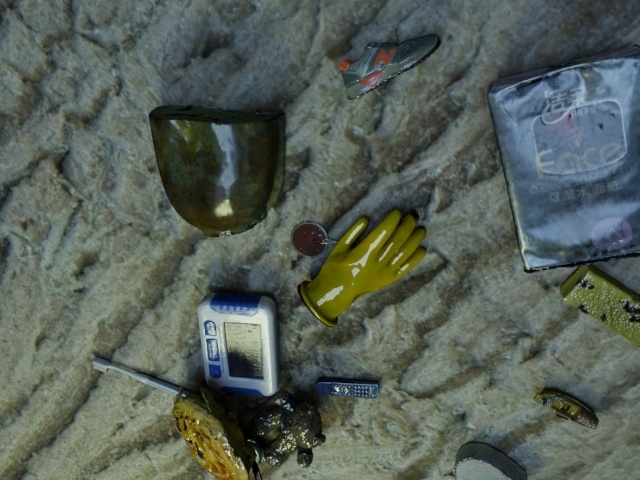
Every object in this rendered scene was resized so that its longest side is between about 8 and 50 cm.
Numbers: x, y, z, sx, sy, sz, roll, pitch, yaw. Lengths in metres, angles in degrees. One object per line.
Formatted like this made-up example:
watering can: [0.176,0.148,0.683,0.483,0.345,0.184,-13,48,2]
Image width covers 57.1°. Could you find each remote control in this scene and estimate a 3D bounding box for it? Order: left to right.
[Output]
remote control: [0.061,0.348,1.394,0.152,0.027,0.044,4,108,8]

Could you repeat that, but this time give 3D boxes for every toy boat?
toy boat: [0.539,0.366,1.290,0.149,0.049,0.047,24,116,1]

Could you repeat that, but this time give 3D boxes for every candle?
candle: [0.404,0.572,1.396,0.168,0.068,0.192,-3,114,16]

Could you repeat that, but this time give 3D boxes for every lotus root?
lotus root: [-0.217,-0.126,1.184,0.266,0.149,0.260,7,114,12]

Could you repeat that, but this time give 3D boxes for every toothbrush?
toothbrush: [-0.423,0.367,1.501,0.342,0.025,0.030,18,122,4]

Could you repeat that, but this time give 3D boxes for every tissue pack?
tissue pack: [0.459,-0.137,1.052,0.259,0.122,0.362,-10,113,19]

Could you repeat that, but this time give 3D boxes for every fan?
fan: [0.000,0.000,1.267,0.133,0.005,0.085,3,113,11]

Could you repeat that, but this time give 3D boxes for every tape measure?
tape measure: [-0.187,0.566,1.465,0.107,0.180,0.104,-30,121,20]

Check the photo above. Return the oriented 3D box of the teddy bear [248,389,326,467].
teddy bear: [-0.065,0.438,1.399,0.251,0.129,0.182,-31,92,51]

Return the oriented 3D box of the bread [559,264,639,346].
bread: [0.598,0.137,1.179,0.226,0.049,0.088,31,115,-3]

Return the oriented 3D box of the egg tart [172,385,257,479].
egg tart: [-0.238,0.451,1.395,0.297,0.132,0.297,36,145,31]

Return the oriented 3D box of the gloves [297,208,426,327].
gloves: [0.098,0.048,1.229,0.294,0.116,0.133,-41,131,15]

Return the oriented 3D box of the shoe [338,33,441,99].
shoe: [0.120,-0.331,1.066,0.194,0.074,0.077,-25,101,23]

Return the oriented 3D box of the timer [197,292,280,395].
timer: [-0.184,0.239,1.369,0.178,0.078,0.254,3,115,7]
